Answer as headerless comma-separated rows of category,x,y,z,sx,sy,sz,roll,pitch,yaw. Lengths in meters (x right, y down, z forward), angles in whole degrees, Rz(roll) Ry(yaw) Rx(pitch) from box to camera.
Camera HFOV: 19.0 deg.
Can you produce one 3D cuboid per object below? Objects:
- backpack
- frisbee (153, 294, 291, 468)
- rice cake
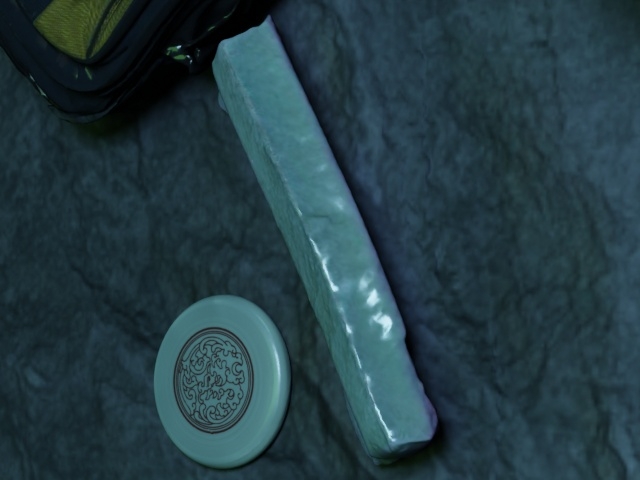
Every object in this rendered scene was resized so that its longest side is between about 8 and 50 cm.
backpack,-0.129,-0.184,1.211,0.258,0.133,0.206,-43,70,35
frisbee,-0.063,0.089,1.201,0.110,0.014,0.110,-4,84,39
rice cake,0.001,0.000,1.140,0.081,0.051,0.290,116,136,-59
